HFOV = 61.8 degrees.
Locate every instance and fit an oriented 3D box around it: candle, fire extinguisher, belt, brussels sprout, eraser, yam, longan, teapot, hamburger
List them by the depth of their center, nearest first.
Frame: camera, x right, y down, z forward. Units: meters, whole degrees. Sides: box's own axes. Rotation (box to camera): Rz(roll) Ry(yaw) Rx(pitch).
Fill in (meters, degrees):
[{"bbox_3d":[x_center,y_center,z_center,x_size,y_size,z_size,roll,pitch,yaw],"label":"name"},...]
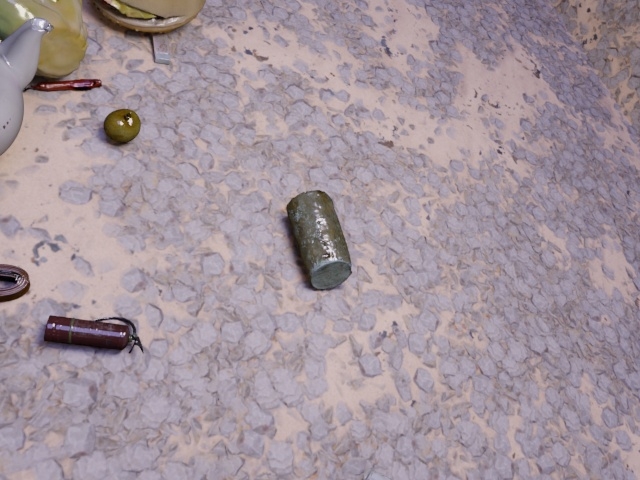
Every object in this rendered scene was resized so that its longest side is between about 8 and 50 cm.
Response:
[{"bbox_3d":[-0.629,-0.246,0.859,0.423,0.280,0.252,-33,82,-24],"label":"teapot"},{"bbox_3d":[-0.530,0.071,0.887,0.083,0.036,0.059,5,62,-23],"label":"belt"},{"bbox_3d":[-0.379,0.154,0.911,0.157,0.045,0.078,11,36,-19],"label":"fire extinguisher"},{"bbox_3d":[-0.602,-0.483,1.028,0.343,0.268,0.344,18,52,-24],"label":"brussels sprout"},{"bbox_3d":[-0.405,-0.239,1.098,0.075,0.083,0.075,15,61,-29],"label":"longan"},{"bbox_3d":[-0.545,-0.324,1.117,0.167,0.021,0.026,-14,69,-32],"label":"candle"},{"bbox_3d":[0.000,0.000,1.146,0.107,0.107,0.194,-6,66,-29],"label":"yam"},{"bbox_3d":[-0.414,-0.623,1.258,0.300,0.176,0.301,12,56,-19],"label":"hamburger"},{"bbox_3d":[-0.381,-0.460,1.277,0.038,0.019,0.083,-1,63,-28],"label":"eraser"}]

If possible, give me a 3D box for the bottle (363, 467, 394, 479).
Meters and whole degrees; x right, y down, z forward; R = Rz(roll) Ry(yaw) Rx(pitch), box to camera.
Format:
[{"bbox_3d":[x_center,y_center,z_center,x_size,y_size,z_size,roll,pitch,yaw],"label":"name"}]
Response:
[{"bbox_3d":[0.172,0.488,0.978,0.217,0.060,0.060,35,53,-3],"label":"bottle"}]
